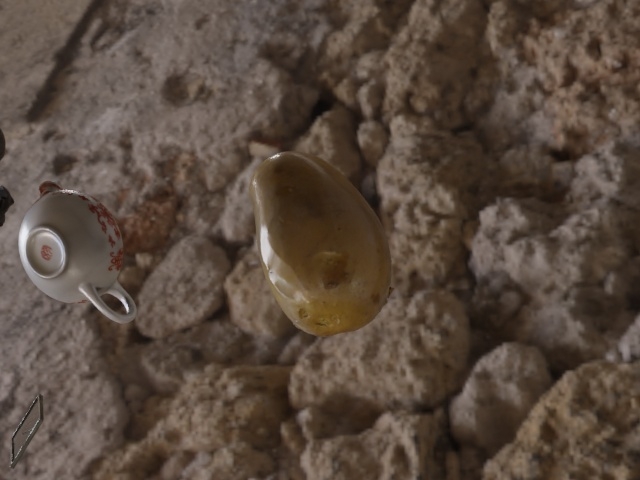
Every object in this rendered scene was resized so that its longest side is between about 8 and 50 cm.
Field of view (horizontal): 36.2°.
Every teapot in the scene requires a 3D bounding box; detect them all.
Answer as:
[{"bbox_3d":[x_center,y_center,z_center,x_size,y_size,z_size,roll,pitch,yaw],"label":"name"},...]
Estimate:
[{"bbox_3d":[-0.347,0.020,1.384,0.246,0.159,0.116,56,-167,3],"label":"teapot"}]

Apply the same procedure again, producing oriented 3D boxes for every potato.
[{"bbox_3d":[0.000,0.000,1.078,0.150,0.146,0.234,95,165,-50],"label":"potato"}]

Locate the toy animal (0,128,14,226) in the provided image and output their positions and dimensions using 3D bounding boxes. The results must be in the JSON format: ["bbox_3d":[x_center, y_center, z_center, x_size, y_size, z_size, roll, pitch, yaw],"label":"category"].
[{"bbox_3d":[-0.579,-0.118,1.544,0.168,0.343,0.106,15,-69,-26],"label":"toy animal"}]

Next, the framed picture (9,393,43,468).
[{"bbox_3d":[-0.336,0.217,1.122,0.006,0.089,0.066,32,-92,-19],"label":"framed picture"}]
